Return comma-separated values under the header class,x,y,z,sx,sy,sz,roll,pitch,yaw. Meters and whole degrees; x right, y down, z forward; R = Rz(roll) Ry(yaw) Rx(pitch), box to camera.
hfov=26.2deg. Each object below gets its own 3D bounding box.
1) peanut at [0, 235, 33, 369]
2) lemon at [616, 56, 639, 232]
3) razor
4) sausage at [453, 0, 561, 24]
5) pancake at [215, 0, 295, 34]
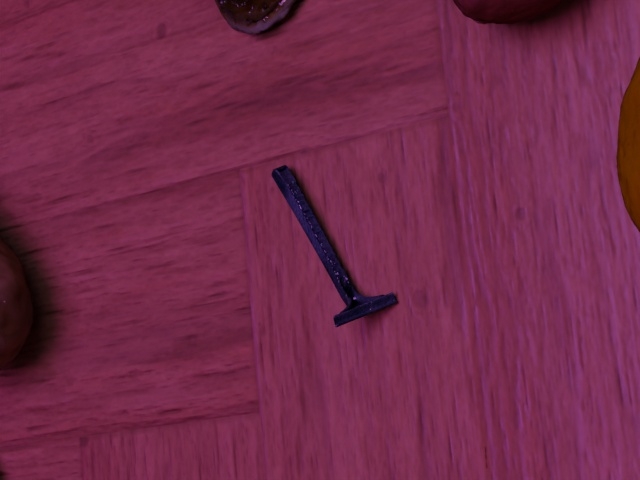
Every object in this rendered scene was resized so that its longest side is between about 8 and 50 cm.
class,x,y,z,sx,sy,sz,roll,pitch,yaw
peanut,-0.468,0.008,1.560,0.387,0.192,0.169,47,119,29
lemon,0.346,-0.088,0.972,0.284,0.260,0.260,-44,62,24
razor,0.000,0.003,1.333,0.066,0.033,0.190,-22,61,-16
sausage,0.183,-0.311,1.174,0.148,0.148,0.254,12,90,35
pancake,-0.066,-0.271,1.415,0.116,0.022,0.129,-49,55,20
